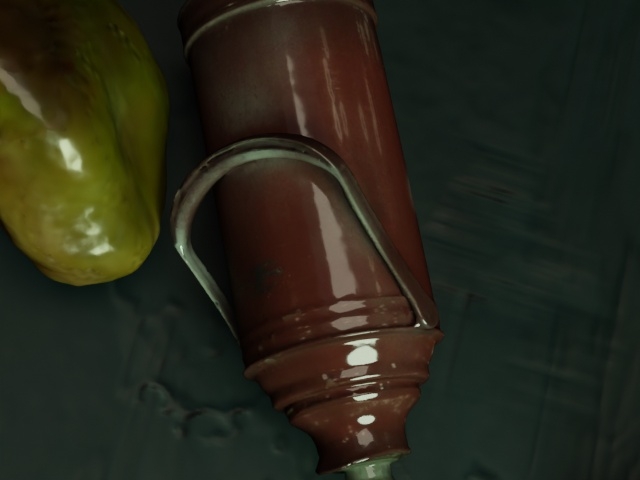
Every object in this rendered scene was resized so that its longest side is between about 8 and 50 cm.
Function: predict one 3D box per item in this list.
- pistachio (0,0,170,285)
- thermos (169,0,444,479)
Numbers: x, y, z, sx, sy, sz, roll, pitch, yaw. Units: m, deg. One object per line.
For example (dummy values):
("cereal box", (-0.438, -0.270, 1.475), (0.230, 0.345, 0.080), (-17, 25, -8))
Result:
("pistachio", (-0.127, -0.072, 0.602), (0.110, 0.100, 0.189), (-31, 79, -35))
("thermos", (0.003, -0.001, 0.609), (0.124, 0.099, 0.232), (7, 66, -51))
